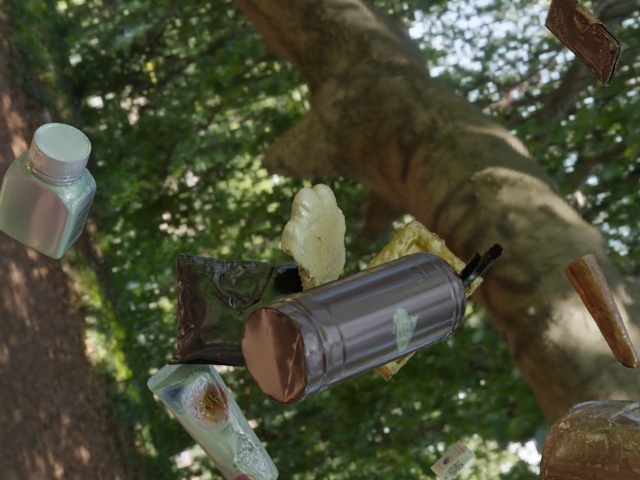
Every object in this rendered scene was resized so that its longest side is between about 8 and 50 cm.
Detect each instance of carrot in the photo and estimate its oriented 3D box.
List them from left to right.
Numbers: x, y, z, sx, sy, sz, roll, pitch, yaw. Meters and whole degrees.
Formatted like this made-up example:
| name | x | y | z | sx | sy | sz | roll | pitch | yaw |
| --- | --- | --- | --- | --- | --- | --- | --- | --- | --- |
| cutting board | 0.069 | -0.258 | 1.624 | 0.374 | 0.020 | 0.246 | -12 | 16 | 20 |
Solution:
| name | x | y | z | sx | sy | sz | roll | pitch | yaw |
| --- | --- | --- | --- | --- | --- | --- | --- | --- | --- |
| carrot | 0.486 | 0.125 | 1.645 | 0.061 | 0.061 | 0.210 | 82 | -12 | -62 |

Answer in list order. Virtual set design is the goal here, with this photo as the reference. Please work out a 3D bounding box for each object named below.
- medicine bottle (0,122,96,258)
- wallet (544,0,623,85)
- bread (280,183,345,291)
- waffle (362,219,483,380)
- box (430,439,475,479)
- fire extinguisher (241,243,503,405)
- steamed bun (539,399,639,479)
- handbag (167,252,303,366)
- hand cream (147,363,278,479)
| name | x | y | z | sx | sy | sz | roll | pitch | yaw |
| --- | --- | --- | --- | --- | --- | --- | --- | --- | --- |
| medicine bottle | -0.251 | -0.049 | 0.895 | 0.118 | 0.074 | 0.055 | -62 | 179 | 40 |
| wallet | 0.443 | -0.348 | 1.640 | 0.176 | 0.026 | 0.095 | 59 | -20 | 33 |
| bread | 0.000 | 0.000 | 1.707 | 0.251 | 0.039 | 0.182 | 65 | 41 | -53 |
| waffle | 0.138 | 0.101 | 1.659 | 0.168 | 0.274 | 0.057 | 40 | -28 | 12 |
| box | 0.263 | 0.440 | 1.919 | 0.024 | 0.083 | 0.054 | 48 | -4 | -17 |
| fire extinguisher | 0.076 | 0.082 | 1.133 | 0.114 | 0.337 | 0.135 | 56 | -43 | 19 |
| steamed bun | 0.525 | 0.362 | 1.660 | 0.301 | 0.251 | 0.199 | 26 | 79 | -54 |
| handbag | -0.140 | 0.127 | 1.738 | 0.089 | 0.254 | 0.211 | 96 | -2 | -77 |
| hand cream | -0.177 | 0.354 | 1.780 | 0.341 | 0.124 | 0.078 | 57 | -26 | -14 |
